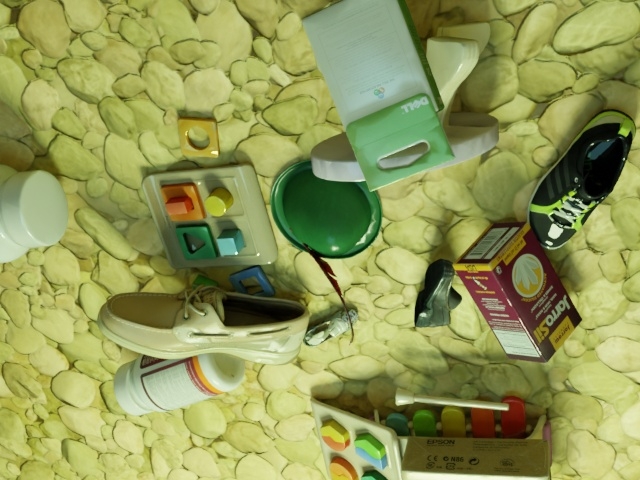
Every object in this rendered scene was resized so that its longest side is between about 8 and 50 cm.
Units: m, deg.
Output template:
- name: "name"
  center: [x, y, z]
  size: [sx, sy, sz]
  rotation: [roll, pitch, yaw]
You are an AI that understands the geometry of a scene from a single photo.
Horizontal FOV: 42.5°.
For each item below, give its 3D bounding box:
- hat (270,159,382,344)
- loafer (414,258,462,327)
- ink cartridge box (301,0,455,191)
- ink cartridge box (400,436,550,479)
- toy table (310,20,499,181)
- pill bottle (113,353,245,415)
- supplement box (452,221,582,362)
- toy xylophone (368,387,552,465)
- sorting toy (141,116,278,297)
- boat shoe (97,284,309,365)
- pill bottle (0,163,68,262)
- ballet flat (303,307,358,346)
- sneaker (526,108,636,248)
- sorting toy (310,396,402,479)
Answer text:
- name: "hat"
  center: [0.000, 0.000, 1.224]
  size: [0.209, 0.183, 0.173]
  rotation: [25, 122, 1]
- name: "loafer"
  center: [0.190, 0.082, 1.278]
  size: [0.061, 0.062, 0.170]
  rotation: [7, 149, -2]
- name: "ink cartridge box"
  center: [0.071, -0.174, 0.932]
  size: [0.109, 0.062, 0.209]
  rotation: [-20, 96, 19]
- name: "ink cartridge box"
  center: [0.263, 0.423, 1.355]
  size: [0.235, 0.088, 0.193]
  rotation: [-2, 120, 16]
- name: "toy table"
  center: [0.111, -0.187, 1.063]
  size: [0.252, 0.274, 0.160]
  rotation: [18, 121, 46]
- name: "pill bottle"
  center: [-0.254, 0.237, 1.470]
  size: [0.221, 0.121, 0.121]
  rotation: [-22, 111, 26]
- name: "supplement box"
  center: [0.293, 0.077, 1.221]
  size: [0.081, 0.104, 0.188]
  rotation: [-3, 126, 58]
- name: "toy xylophone"
  center: [0.238, 0.339, 1.415]
  size: [0.323, 0.081, 0.236]
  rotation: [6, 121, 13]
- name: "sorting toy"
  center: [-0.184, -0.031, 1.339]
  size: [0.196, 0.047, 0.347]
  rotation: [-5, 117, 18]
- name: "boat shoe"
  center: [-0.189, 0.121, 1.355]
  size: [0.341, 0.121, 0.110]
  rotation: [7, 129, -15]
- name: "pill bottle"
  center: [-0.584, -0.041, 1.374]
  size: [0.302, 0.169, 0.169]
  rotation: [-5, 118, 18]
- name: "ballet flat"
  center: [0.016, 0.153, 1.395]
  size: [0.114, 0.041, 0.041]
  rotation: [-29, 108, 27]
- name: "sneaker"
  center: [0.352, -0.076, 1.132]
  size: [0.084, 0.097, 0.234]
  rotation: [23, 123, 2]
- name: "sorting toy"
  center: [0.065, 0.388, 1.463]
  size: [0.208, 0.038, 0.193]
  rotation: [16, 128, 42]
